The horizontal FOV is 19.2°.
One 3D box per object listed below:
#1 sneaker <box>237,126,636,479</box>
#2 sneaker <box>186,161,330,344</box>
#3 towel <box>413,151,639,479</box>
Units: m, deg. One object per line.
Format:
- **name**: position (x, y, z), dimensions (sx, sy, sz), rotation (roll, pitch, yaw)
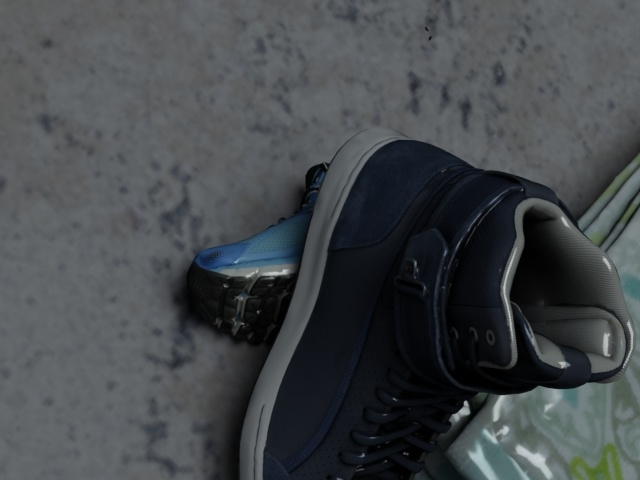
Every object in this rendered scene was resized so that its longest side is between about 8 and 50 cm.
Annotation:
- **sneaker**: position (0.049, 0.073, 0.836), dimensions (0.086, 0.163, 0.226), rotation (6, 99, -39)
- **sneaker**: position (0.000, 0.000, 0.943), dimensions (0.162, 0.063, 0.073), rotation (-14, 61, -34)
- **towel**: position (0.250, 0.127, 1.001), dimensions (0.374, 0.090, 0.320), rotation (49, 59, -5)
